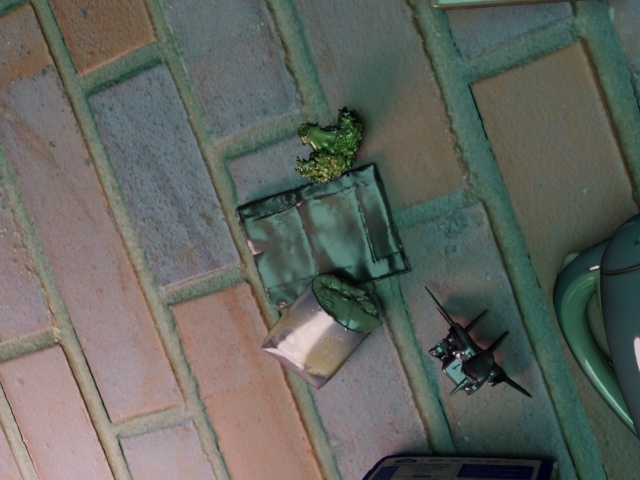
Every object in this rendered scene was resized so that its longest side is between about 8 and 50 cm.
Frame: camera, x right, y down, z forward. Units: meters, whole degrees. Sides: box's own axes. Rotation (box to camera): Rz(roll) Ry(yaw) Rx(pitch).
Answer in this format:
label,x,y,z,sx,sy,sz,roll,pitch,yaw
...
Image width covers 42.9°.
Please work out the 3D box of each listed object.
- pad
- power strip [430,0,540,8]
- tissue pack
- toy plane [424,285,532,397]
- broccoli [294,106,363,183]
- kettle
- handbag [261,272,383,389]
label,x,y,z,sx,sy,sz,roll,pitch,yaw
pad,0.000,0.000,1.201,0.233,0.022,0.174,-16,96,20
power strip,0.232,-0.321,1.019,0.288,0.093,0.053,1,104,19
tissue pack,0.188,0.381,1.114,0.269,0.209,0.137,-4,90,18
toy plane,0.191,0.158,1.039,0.212,0.267,0.088,46,105,4
broccoli,0.012,-0.135,1.136,0.092,0.095,0.097,30,147,-25
kettle,0.432,0.129,0.982,0.319,0.247,0.342,-27,92,55
handbag,0.006,0.124,1.183,0.117,0.095,0.173,36,125,-4
